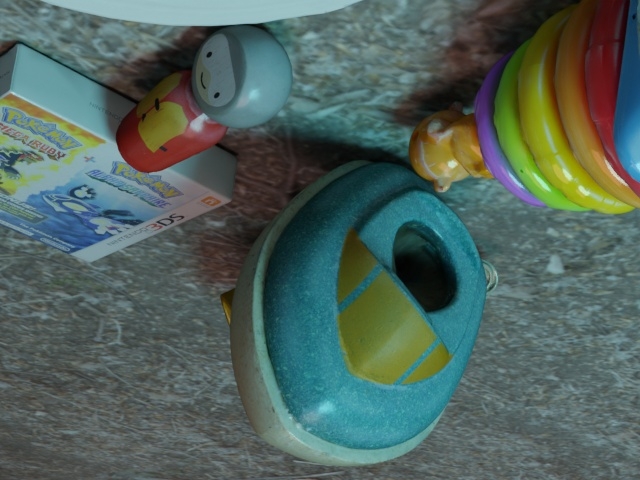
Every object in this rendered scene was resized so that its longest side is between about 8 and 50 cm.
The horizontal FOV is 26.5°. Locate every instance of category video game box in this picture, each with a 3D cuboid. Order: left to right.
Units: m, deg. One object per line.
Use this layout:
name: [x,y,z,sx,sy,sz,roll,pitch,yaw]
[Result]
video game box: [-0.200,-0.057,1.037,0.205,0.048,0.187,26,144,-38]

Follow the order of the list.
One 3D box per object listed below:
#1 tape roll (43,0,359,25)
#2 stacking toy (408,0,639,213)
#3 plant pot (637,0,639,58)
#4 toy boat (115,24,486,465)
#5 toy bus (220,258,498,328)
tape roll: [-0.047,-0.204,0.594,0.286,0.100,0.286,-4,161,-1]
stacking toy: [0.157,-0.076,0.850,0.165,0.175,0.302,20,162,-31]
plant pot: [0.323,-0.105,0.634,0.293,0.293,0.196,-14,175,33]
toy boat: [0.000,0.000,0.944,0.148,0.267,0.318,-28,111,40]
toy bus: [0.015,0.055,1.164,0.202,0.191,0.104,22,-168,-31]
